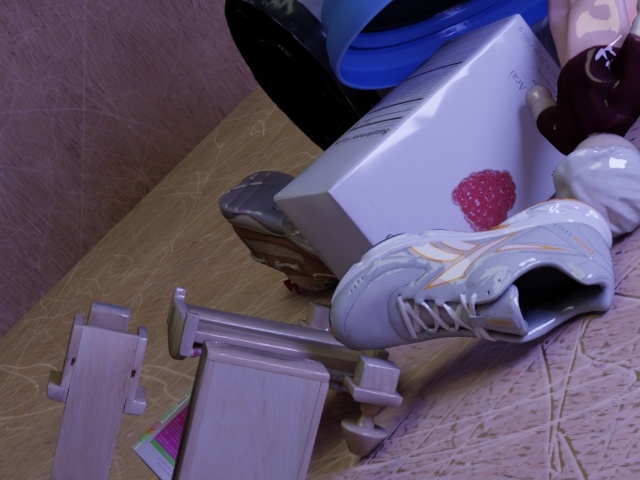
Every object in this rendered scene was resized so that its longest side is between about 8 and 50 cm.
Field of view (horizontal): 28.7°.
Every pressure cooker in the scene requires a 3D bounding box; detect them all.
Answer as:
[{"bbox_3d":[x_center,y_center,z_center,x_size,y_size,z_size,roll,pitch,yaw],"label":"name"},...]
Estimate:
[{"bbox_3d":[0.110,-0.360,1.895,0.420,0.370,0.375,-41,4,-11],"label":"pressure cooker"}]

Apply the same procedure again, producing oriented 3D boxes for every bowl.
[{"bbox_3d":[0.178,-0.302,1.412,0.391,0.077,0.391,-25,-11,-5],"label":"bowl"}]

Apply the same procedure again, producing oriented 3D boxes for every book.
[{"bbox_3d":[-0.110,0.197,1.287,0.144,0.096,0.035,-43,14,-15],"label":"book"}]

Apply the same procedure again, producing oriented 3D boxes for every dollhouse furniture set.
[{"bbox_3d":[-0.106,0.151,1.181,0.355,0.303,0.173,-140,64,-77],"label":"dollhouse furniture set"}]

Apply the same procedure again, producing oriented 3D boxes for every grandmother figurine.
[{"bbox_3d":[0.268,-0.161,1.194,0.208,0.104,0.342,117,160,-61],"label":"grandmother figurine"}]

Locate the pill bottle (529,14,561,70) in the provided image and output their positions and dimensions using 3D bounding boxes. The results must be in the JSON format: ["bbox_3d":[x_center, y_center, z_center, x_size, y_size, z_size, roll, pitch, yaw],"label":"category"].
[{"bbox_3d":[0.355,-0.238,1.349,0.272,0.152,0.152,-24,21,45],"label":"pill bottle"}]

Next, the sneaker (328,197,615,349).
[{"bbox_3d":[0.129,0.047,1.085,0.263,0.099,0.121,-20,28,12],"label":"sneaker"}]

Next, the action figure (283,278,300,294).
[{"bbox_3d":[0.002,0.026,1.661,0.115,0.030,0.038,-46,20,-14],"label":"action figure"}]

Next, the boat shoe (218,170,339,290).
[{"bbox_3d":[0.000,0.000,1.576,0.123,0.116,0.324,-34,32,-23],"label":"boat shoe"}]

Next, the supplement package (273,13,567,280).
[{"bbox_3d":[0.130,-0.077,1.362,0.293,0.177,0.175,-44,14,-17],"label":"supplement package"}]
